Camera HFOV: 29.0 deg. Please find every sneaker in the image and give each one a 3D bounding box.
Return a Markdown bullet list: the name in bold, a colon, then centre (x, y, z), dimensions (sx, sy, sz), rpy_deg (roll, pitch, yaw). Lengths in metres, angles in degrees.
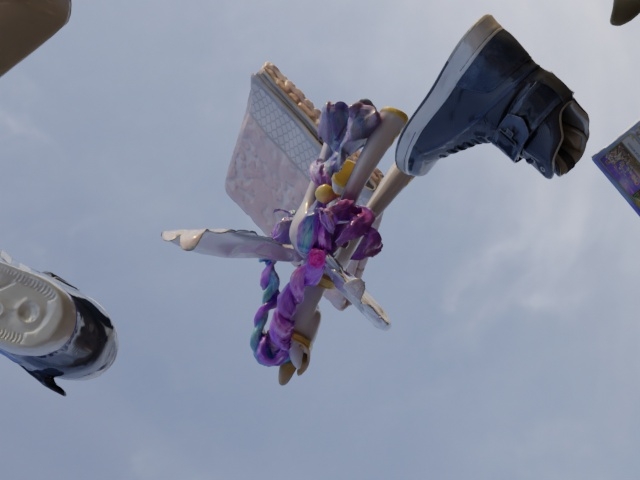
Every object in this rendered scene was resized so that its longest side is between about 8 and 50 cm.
- **sneaker**: centre (0.177, -0.102, 1.275), dimensions (0.163, 0.226, 0.086), rpy_deg (40, -127, 8)
- **sneaker**: centre (-0.394, 0.075, 1.505), dimensions (0.130, 0.322, 0.236), rpy_deg (-62, -18, -11)

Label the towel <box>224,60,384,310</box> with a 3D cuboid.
- **towel**: centre (-0.032, -0.086, 2.081), dimensions (0.053, 0.317, 0.332), rpy_deg (-27, -119, -32)

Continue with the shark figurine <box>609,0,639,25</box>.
- **shark figurine**: centre (0.159, -0.249, 0.920), dimensions (0.278, 0.116, 0.166), rpy_deg (22, -101, -8)

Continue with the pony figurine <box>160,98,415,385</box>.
- **pony figurine**: centre (0.000, 0.000, 1.596), dimensions (0.363, 0.302, 0.351), rpy_deg (-64, -16, -10)

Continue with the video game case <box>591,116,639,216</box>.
- **video game case**: centre (0.539, -0.083, 1.631), dimensions (0.269, 0.244, 0.061), rpy_deg (53, -166, 12)

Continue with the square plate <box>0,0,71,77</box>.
- **square plate**: centre (-0.268, -0.217, 0.726), dimensions (0.347, 0.049, 0.344), rpy_deg (-55, -26, -48)
